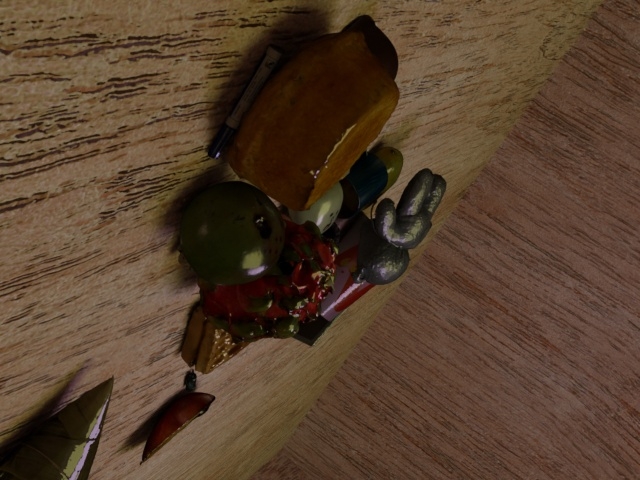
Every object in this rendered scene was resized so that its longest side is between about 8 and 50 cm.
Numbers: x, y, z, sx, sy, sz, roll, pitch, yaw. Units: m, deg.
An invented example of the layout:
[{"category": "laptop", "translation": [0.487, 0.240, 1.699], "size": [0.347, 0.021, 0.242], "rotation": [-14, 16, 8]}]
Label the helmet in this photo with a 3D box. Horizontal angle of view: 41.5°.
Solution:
[{"category": "helmet", "translation": [0.083, -0.304, 1.511], "size": [0.155, 0.106, 0.175], "rotation": [-49, 170, -4]}]

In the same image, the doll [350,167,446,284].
[{"category": "doll", "translation": [0.194, -0.042, 2.193], "size": [0.246, 0.158, 0.340], "rotation": [8, 107, -55]}]

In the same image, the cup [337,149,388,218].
[{"category": "cup", "translation": [0.082, -0.140, 1.909], "size": [0.138, 0.113, 0.150], "rotation": [-39, 164, -44]}]

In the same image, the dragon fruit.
[{"category": "dragon fruit", "translation": [-0.107, 0.073, 1.601], "size": [0.303, 0.237, 0.231], "rotation": [-26, -173, 24]}]

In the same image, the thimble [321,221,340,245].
[{"category": "thimble", "translation": [0.002, 0.000, 2.056], "size": [0.104, 0.095, 0.066], "rotation": [-21, 149, -35]}]

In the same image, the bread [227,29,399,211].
[{"category": "bread", "translation": [-0.007, -0.188, 1.339], "size": [0.312, 0.172, 0.312], "rotation": [-48, 177, -4]}]

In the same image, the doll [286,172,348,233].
[{"category": "doll", "translation": [-0.031, -0.052, 1.817], "size": [0.155, 0.113, 0.275], "rotation": [-24, 144, -55]}]

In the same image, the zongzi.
[{"category": "zongzi", "translation": [-0.465, 0.402, 1.565], "size": [0.300, 0.145, 0.274], "rotation": [-52, 172, -22]}]

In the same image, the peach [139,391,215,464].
[{"category": "peach", "translation": [-0.379, 0.465, 2.130], "size": [0.189, 0.068, 0.279], "rotation": [-50, 170, 34]}]

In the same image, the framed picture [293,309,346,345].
[{"category": "framed picture", "translation": [0.025, 0.191, 2.522], "size": [0.293, 0.018, 0.231], "rotation": [-47, -159, -13]}]

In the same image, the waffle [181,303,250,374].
[{"category": "waffle", "translation": [-0.168, 0.151, 1.921], "size": [0.328, 0.098, 0.224], "rotation": [-40, 161, -40]}]

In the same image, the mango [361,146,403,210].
[{"category": "mango", "translation": [0.134, -0.150, 2.103], "size": [0.191, 0.086, 0.122], "rotation": [-55, 169, 13]}]

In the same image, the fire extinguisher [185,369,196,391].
[{"category": "fire extinguisher", "translation": [-0.320, 0.344, 2.090], "size": [0.083, 0.025, 0.038], "rotation": [109, -13, -56]}]

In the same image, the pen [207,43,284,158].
[{"category": "pen", "translation": [-0.117, -0.210, 1.291], "size": [0.204, 0.025, 0.025], "rotation": [-55, 165, 22]}]

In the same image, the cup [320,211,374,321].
[{"category": "cup", "translation": [0.086, 0.084, 2.383], "size": [0.288, 0.203, 0.203], "rotation": [-44, 166, 4]}]

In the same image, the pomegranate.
[{"category": "pomegranate", "translation": [-0.168, -0.003, 1.410], "size": [0.211, 0.179, 0.179], "rotation": [-22, 172, 15]}]
